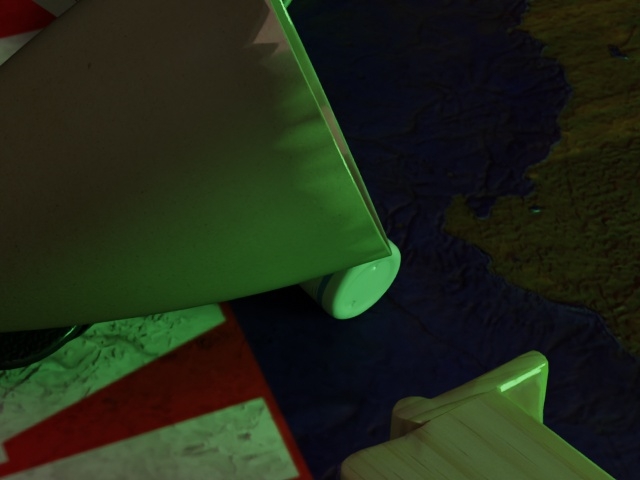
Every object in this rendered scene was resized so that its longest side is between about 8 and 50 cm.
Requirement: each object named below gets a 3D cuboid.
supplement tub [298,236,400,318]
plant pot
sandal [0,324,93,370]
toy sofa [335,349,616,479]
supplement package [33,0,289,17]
[{"bbox_3d":[0.000,0.000,1.309,0.071,0.071,0.107,-33,61,-28],"label":"supplement tub"},{"bbox_3d":[-0.127,-0.049,1.189,0.274,0.256,0.256,-25,54,4],"label":"plant pot"},{"bbox_3d":[-0.180,0.041,1.277,0.067,0.040,0.179,33,53,21],"label":"sandal"},{"bbox_3d":[0.170,0.233,1.023,0.177,0.150,0.362,-24,42,-32],"label":"toy sofa"},{"bbox_3d":[-0.079,-0.275,1.368,0.198,0.263,0.199,34,53,-6],"label":"supplement package"}]
